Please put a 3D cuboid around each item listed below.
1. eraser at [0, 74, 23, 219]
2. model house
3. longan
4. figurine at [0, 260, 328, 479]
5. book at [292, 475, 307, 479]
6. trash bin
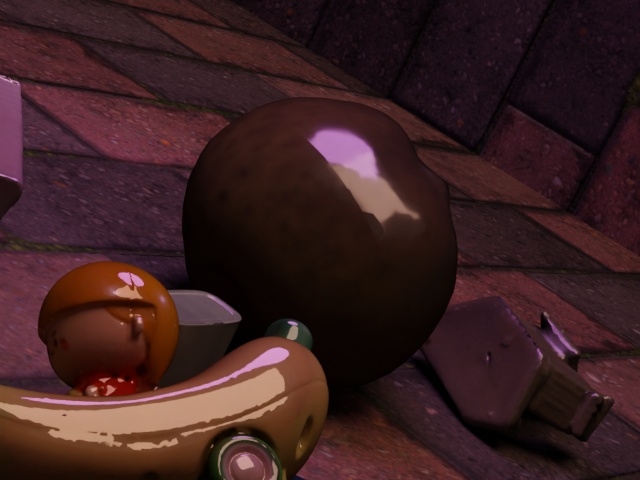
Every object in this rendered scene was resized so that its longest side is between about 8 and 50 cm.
[{"bbox_3d":[-0.444,-0.115,1.658,0.272,0.122,0.359,23,16,-20],"label":"eraser"},{"bbox_3d":[0.237,0.154,1.894,0.188,0.122,0.229,22,19,-33],"label":"model house"},{"bbox_3d":[0.000,0.000,1.733,0.288,0.288,0.350,11,30,-45],"label":"longan"},{"bbox_3d":[-0.145,0.116,1.223,0.325,0.124,0.222,5,62,-23],"label":"figurine"},{"bbox_3d":[0.103,0.302,1.246,0.228,0.018,0.322,35,7,-40],"label":"book"},{"bbox_3d":[-0.137,0.111,1.380,0.059,0.130,0.116,35,17,26],"label":"trash bin"}]
